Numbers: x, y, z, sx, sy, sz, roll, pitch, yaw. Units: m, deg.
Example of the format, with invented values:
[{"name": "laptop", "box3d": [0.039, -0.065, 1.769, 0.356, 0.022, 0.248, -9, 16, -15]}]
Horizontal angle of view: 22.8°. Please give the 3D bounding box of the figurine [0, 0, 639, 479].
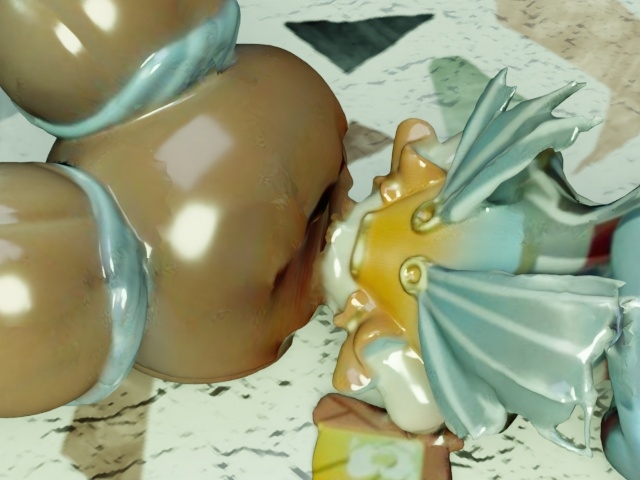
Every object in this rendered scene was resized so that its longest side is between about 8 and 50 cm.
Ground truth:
[{"name": "figurine", "box3d": [0.000, 0.001, 0.817, 0.388, 0.248, 0.276, 13, 73, 16]}]
